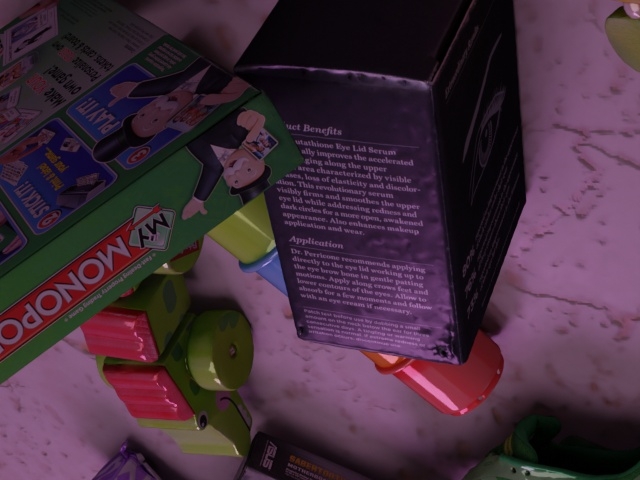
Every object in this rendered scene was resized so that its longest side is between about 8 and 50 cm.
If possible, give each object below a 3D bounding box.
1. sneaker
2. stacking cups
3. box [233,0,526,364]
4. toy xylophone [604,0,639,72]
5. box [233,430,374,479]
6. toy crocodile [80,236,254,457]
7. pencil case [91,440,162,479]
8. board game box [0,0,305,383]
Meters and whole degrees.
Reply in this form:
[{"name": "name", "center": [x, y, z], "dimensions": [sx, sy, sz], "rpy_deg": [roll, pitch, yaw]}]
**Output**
[{"name": "sneaker", "center": [0.150, 0.193, 0.968], "dimensions": [0.296, 0.109, 0.123], "rpy_deg": [-15, 96, 24]}, {"name": "stacking cups", "center": [0.000, 0.000, 0.870], "dimensions": [0.316, 0.096, 0.096], "rpy_deg": [37, 137, -19]}, {"name": "box", "center": [0.044, -0.056, 0.733], "dimensions": [0.108, 0.153, 0.207], "rpy_deg": [7, 134, 21]}, {"name": "toy xylophone", "center": [0.181, -0.137, 0.569], "dimensions": [0.322, 0.081, 0.236], "rpy_deg": [53, 170, -20]}, {"name": "box", "center": [-0.019, 0.298, 1.123], "dimensions": [0.183, 0.056, 0.231], "rpy_deg": [23, 117, -4]}, {"name": "toy crocodile", "center": [-0.138, 0.054, 0.968], "dimensions": [0.115, 0.105, 0.340], "rpy_deg": [2, 133, 25]}, {"name": "pencil case", "center": [-0.133, 0.276, 1.210], "dimensions": [0.206, 0.088, 0.086], "rpy_deg": [39, 175, -14]}, {"name": "board game box", "center": [-0.165, -0.041, 0.693], "dimensions": [0.046, 0.213, 0.317], "rpy_deg": [58, 170, -31]}]
